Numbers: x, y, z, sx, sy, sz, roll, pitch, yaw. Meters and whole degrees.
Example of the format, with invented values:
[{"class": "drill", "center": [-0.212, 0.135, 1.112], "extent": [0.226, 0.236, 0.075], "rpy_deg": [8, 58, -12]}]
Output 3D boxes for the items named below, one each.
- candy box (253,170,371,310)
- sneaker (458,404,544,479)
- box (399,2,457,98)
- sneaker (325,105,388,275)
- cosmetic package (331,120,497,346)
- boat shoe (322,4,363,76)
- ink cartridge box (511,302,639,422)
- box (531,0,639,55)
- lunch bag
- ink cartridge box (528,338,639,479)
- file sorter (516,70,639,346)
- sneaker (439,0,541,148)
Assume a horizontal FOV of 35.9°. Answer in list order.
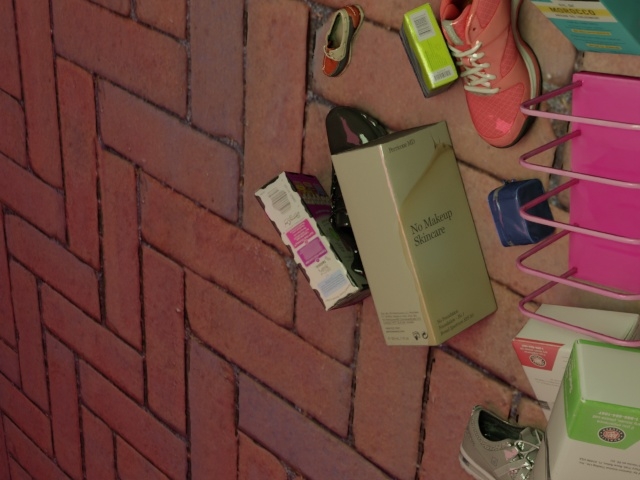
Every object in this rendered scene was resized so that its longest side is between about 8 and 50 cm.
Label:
[{"class": "candy box", "center": [0.000, 0.000, 1.661], "extent": [0.071, 0.159, 0.233], "rpy_deg": [-36, 78, 16]}, {"class": "sneaker", "center": [0.324, 0.347, 1.519], "extent": [0.281, 0.105, 0.115], "rpy_deg": [20, 122, 42]}, {"class": "box", "center": [0.149, -0.260, 1.382], "extent": [0.178, 0.042, 0.109], "rpy_deg": [-47, -65, -87]}, {"class": "sneaker", "center": [0.065, -0.076, 1.582], "extent": [0.109, 0.130, 0.286], "rpy_deg": [-21, 91, 52]}, {"class": "cosmetic package", "center": [0.145, -0.010, 1.504], "extent": [0.113, 0.160, 0.310], "rpy_deg": [-6, 105, 48]}, {"class": "boat shoe", "center": [0.027, -0.315, 1.575], "extent": [0.049, 0.043, 0.137], "rpy_deg": [46, 138, 20]}, {"class": "ink cartridge box", "center": [0.379, 0.200, 1.349], "extent": [0.158, 0.092, 0.218], "rpy_deg": [5, 130, 47]}, {"class": "box", "center": [0.298, -0.294, 1.138], "extent": [0.100, 0.244, 0.060], "rpy_deg": [17, 84, 43]}, {"class": "lunch bag", "center": [0.280, -0.042, 1.407], "extent": [0.065, 0.067, 0.098], "rpy_deg": [-12, 98, 49]}, {"class": "ink cartridge box", "center": [0.383, 0.271, 1.229], "extent": [0.198, 0.115, 0.273], "rpy_deg": [9, 127, 3]}, {"class": "file sorter", "center": [0.361, -0.041, 1.229], "extent": [0.202, 0.182, 0.291], "rpy_deg": [17, 120, 42]}, {"class": "sneaker", "center": [0.207, -0.270, 1.324], "extent": [0.116, 0.136, 0.314], "rpy_deg": [12, 117, 46]}]
